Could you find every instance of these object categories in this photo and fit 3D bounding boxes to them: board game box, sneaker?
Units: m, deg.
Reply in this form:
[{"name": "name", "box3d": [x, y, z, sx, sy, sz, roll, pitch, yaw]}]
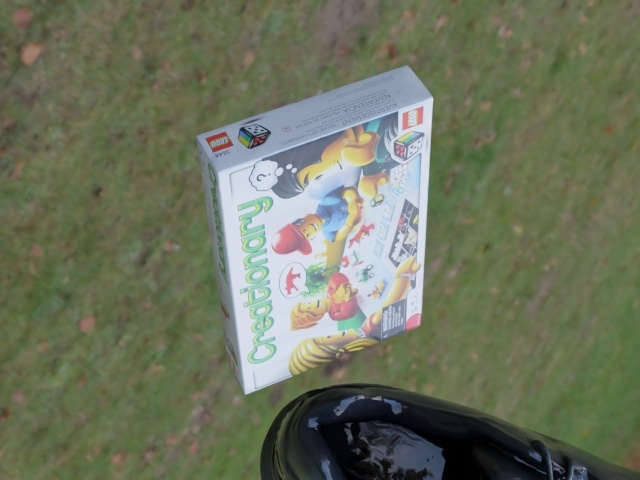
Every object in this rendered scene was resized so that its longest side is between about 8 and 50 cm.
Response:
[{"name": "board game box", "box3d": [0.000, 0.000, 1.102, 0.193, 0.053, 0.305, -20, 141, -15]}, {"name": "sneaker", "box3d": [0.106, 0.140, 0.569, 0.130, 0.286, 0.109, 94, 12, -74]}]
